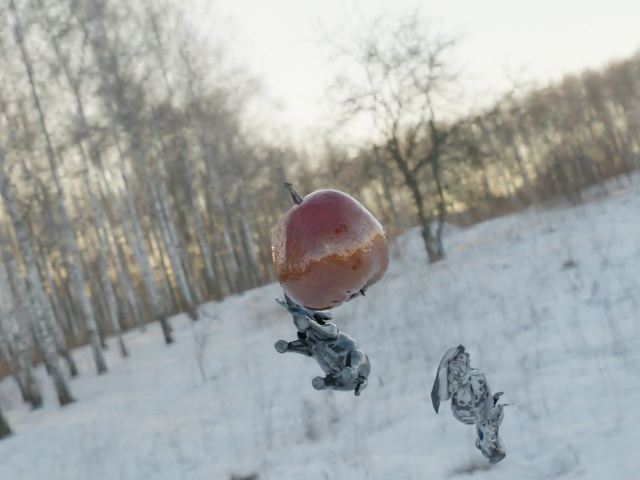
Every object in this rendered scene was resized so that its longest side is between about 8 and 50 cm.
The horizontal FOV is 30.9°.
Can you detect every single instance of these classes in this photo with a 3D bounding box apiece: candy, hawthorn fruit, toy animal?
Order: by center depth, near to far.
[{"bbox_3d":[0.181,0.193,1.358,0.051,0.094,0.226,1,-31,27],"label":"candy"},{"bbox_3d":[0.000,0.000,1.860,0.197,0.225,0.196,-28,-14,-7],"label":"hawthorn fruit"},{"bbox_3d":[-0.013,0.162,1.973,0.082,0.269,0.137,-48,-25,18],"label":"toy animal"}]
